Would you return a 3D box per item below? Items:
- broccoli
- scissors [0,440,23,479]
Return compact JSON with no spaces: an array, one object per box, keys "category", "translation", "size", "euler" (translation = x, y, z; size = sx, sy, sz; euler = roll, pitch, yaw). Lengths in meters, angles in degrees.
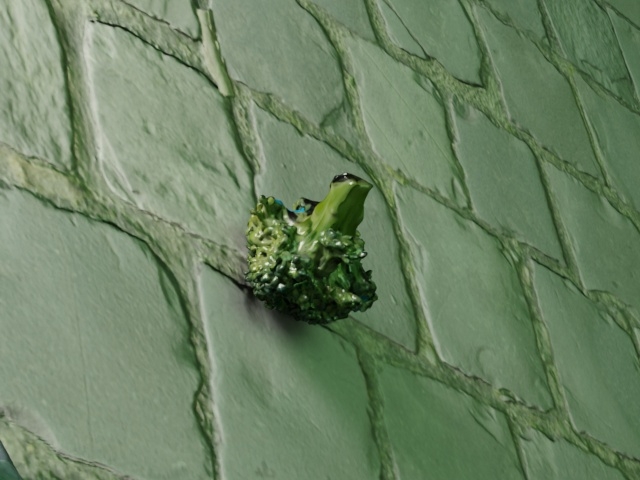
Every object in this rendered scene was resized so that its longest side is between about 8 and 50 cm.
[{"category":"broccoli","translation":[0.000,0.000,1.719],"size":[0.167,0.160,0.154],"euler":[1,32,-45]},{"category":"scissors","translation":[-0.158,0.244,1.239],"size":[0.383,0.029,0.256],"euler":[51,5,-44]}]
